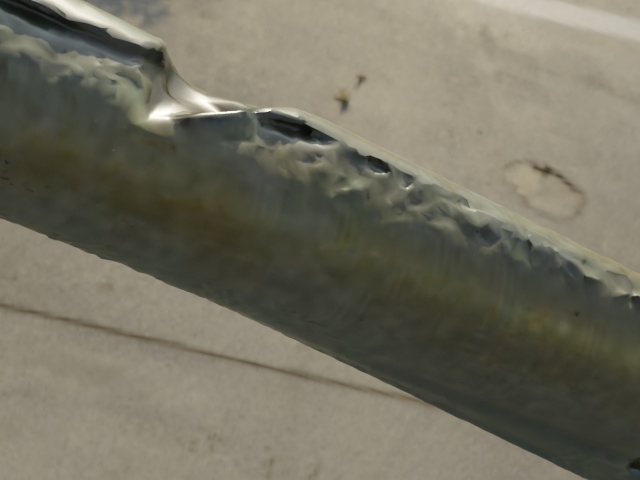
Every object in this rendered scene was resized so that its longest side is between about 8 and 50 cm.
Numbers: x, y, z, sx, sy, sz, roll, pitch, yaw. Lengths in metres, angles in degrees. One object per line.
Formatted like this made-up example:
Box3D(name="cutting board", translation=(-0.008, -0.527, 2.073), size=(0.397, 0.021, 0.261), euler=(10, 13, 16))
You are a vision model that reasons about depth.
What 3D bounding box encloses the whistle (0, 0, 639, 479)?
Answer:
Box3D(name="whistle", translation=(0.000, 0.000, 0.361), size=(0.326, 0.068, 0.057), euler=(26, -5, -18))
